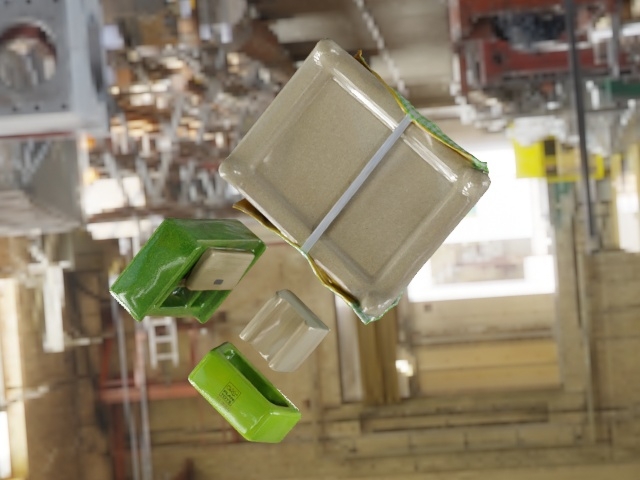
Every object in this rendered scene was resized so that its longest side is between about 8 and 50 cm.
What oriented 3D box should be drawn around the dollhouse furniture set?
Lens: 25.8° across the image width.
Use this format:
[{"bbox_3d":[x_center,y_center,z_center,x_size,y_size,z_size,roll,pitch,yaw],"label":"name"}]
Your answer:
[{"bbox_3d":[0.000,0.000,1.204,0.197,0.301,0.151,43,-168,17],"label":"dollhouse furniture set"}]
